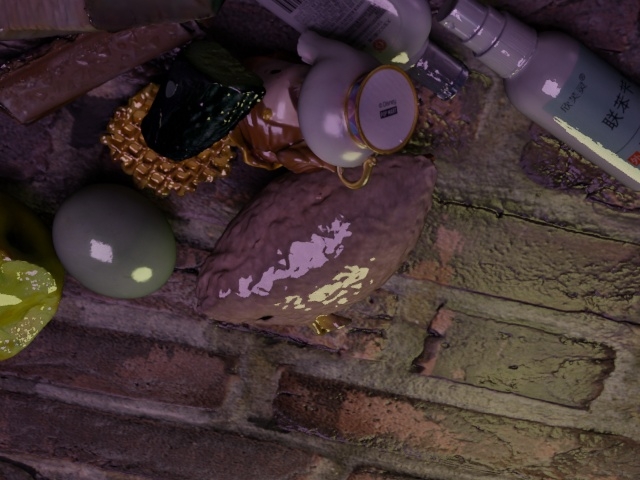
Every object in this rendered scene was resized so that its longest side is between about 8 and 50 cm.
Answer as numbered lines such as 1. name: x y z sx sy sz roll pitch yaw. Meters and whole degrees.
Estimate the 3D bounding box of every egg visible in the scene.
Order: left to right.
1. egg: -0.281 0.002 1.432 0.149 0.149 0.192 -28 138 24

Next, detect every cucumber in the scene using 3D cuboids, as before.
1. cucumber: -0.156 -0.170 1.241 0.086 0.115 0.193 -17 166 -37

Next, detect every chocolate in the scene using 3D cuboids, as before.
1. chocolate: -0.281 -0.224 1.290 0.329 0.065 0.102 -21 148 22

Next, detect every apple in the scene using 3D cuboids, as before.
1. apple: -0.473 0.053 1.429 0.226 0.246 0.246 -28 122 14

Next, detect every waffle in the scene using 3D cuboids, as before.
1. waffle: -0.197 -0.135 1.388 0.191 0.038 0.191 2 129 3

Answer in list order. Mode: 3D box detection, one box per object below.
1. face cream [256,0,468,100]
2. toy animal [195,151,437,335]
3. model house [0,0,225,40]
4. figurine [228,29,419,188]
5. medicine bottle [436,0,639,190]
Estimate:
1. face cream: 0.055 -0.269 1.240 0.291 0.071 0.144 32 134 -19
2. toy animal: 0.006 -0.003 1.385 0.358 0.188 0.226 -29 155 10
3. model house: -0.285 -0.369 1.107 0.284 0.243 0.298 2 106 34
4. figurine: -0.012 -0.156 1.248 0.263 0.142 0.189 7 107 47
5. medicine bottle: 0.292 -0.190 1.266 0.352 0.110 0.110 31 124 -19
